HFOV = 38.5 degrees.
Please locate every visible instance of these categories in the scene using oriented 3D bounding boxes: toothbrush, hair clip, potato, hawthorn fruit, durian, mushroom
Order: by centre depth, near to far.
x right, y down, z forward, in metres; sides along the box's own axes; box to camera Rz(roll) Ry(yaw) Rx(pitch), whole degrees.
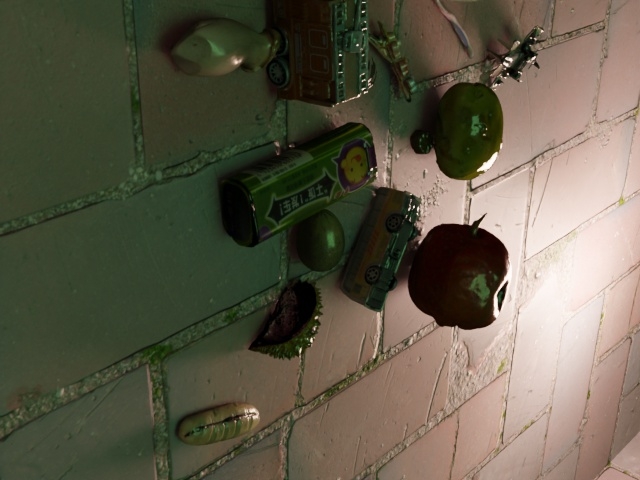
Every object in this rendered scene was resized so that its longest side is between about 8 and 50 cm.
[{"bbox_3d":[-0.154,-0.313,1.495,0.212,0.088,0.097,-15,129,-54],"label":"mushroom"},{"bbox_3d":[-0.038,0.180,1.861,0.186,0.119,0.108,-58,138,-16],"label":"durian"},{"bbox_3d":[0.157,-0.370,1.883,0.056,0.062,0.214,-35,135,7],"label":"hair clip"},{"bbox_3d":[0.291,-0.483,2.018,0.027,0.021,0.269,-56,143,-7],"label":"toothbrush"},{"bbox_3d":[0.337,-0.243,2.081,0.253,0.149,0.186,69,34,-51],"label":"potato"},{"bbox_3d":[0.331,0.084,2.180,0.258,0.258,0.261,-3,82,-51],"label":"hawthorn fruit"}]

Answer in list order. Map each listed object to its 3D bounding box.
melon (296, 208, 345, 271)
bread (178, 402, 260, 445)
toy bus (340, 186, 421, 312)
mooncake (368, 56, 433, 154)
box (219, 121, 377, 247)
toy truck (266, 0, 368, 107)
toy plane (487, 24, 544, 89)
[{"bbox_3d":[0.000,0.000,1.837,0.098,0.098,0.130,-22,118,-44],"label":"melon"},{"bbox_3d":[-0.191,0.364,1.818,0.214,0.053,0.073,-1,104,-51],"label":"bread"},{"bbox_3d":[0.132,0.017,2.002,0.092,0.106,0.268,25,86,-53],"label":"toy bus"},{"bbox_3d":[0.158,-0.279,1.937,0.347,0.057,0.150,8,88,-59],"label":"mooncake"},{"bbox_3d":[-0.037,-0.111,1.737,0.345,0.097,0.134,-31,121,-39],"label":"box"},{"bbox_3d":[0.002,-0.390,1.587,0.136,0.162,0.305,-29,128,-40],"label":"toy truck"},{"bbox_3d":[0.496,-0.443,2.240,0.262,0.088,0.192,-7,140,-53],"label":"toy plane"}]
